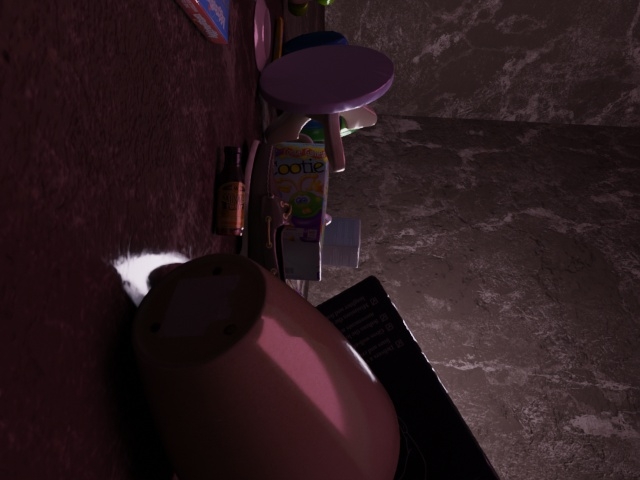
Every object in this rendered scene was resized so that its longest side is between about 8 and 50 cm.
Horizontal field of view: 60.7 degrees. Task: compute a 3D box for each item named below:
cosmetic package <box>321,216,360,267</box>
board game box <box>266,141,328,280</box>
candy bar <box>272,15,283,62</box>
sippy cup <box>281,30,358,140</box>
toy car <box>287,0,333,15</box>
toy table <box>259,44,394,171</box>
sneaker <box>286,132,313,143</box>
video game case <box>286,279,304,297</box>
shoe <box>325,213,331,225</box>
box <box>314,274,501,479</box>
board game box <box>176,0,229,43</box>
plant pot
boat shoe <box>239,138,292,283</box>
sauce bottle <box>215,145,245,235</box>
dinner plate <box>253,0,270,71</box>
[{"bbox_3d":[0.000,0.000,1.652,0.107,0.238,0.127,87,9,-47],"label":"cosmetic package"},{"bbox_3d":[-0.061,-0.068,1.178,0.142,0.145,0.275,90,4,-52],"label":"board game box"},{"bbox_3d":[-0.098,-0.432,1.249,0.040,0.018,0.161,104,-10,-84],"label":"candy bar"},{"bbox_3d":[-0.001,-0.407,1.409,0.240,0.306,0.224,-47,139,-39],"label":"sippy cup"},{"bbox_3d":[-0.048,-0.676,1.313,0.155,0.149,0.188,99,-34,-78],"label":"toy car"},{"bbox_3d":[0.011,-0.288,1.151,0.160,0.275,0.252,95,-10,-56],"label":"toy table"},{"bbox_3d":[-0.062,-0.182,1.466,0.153,0.099,0.282,-75,177,-52],"label":"sneaker"},{"bbox_3d":[-0.059,0.195,1.341,0.232,0.042,0.210,56,13,-13],"label":"video game case"},{"bbox_3d":[-0.054,-0.039,1.345,0.064,0.178,0.081,-1,-101,55],"label":"shoe"},{"bbox_3d":[0.062,0.313,0.940,0.395,0.294,0.212,60,-7,16],"label":"box"},{"bbox_3d":[-0.131,-0.310,0.541,0.281,0.027,0.144,-46,138,-86],"label":"board game box"},{"bbox_3d":[-0.070,0.149,0.562,0.256,0.257,0.274,-84,160,-44],"label":"plant pot"},{"bbox_3d":[-0.096,-0.028,0.991,0.109,0.091,0.304,-42,136,-87],"label":"boat shoe"},{"bbox_3d":[-0.129,-0.070,0.785,0.042,0.042,0.128,-58,150,-85],"label":"sauce bottle"},{"bbox_3d":[-0.110,-0.399,1.054,0.141,0.017,0.141,2,90,-88],"label":"dinner plate"}]
